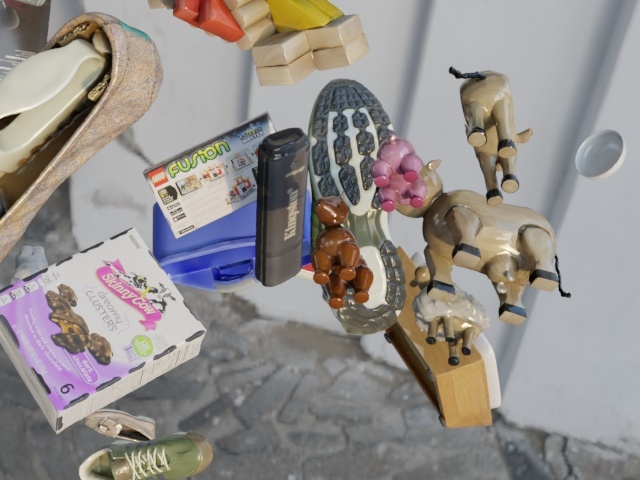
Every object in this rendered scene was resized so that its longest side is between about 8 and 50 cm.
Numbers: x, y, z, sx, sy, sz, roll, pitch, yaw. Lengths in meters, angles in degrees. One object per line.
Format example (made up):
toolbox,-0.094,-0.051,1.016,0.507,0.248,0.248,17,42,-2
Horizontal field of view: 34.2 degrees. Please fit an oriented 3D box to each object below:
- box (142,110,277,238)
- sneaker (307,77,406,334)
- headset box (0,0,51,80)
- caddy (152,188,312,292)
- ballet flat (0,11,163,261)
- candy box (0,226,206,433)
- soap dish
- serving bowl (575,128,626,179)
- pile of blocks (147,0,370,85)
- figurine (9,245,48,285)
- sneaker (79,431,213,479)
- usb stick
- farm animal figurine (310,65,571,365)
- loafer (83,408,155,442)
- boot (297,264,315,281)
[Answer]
box,-0.146,-0.098,1.548,0.207,0.114,0.036,-25,13,2
sneaker,0.023,-0.056,1.697,0.158,0.410,0.182,-5,5,-27
headset box,-0.486,-0.232,1.395,0.218,0.293,0.110,6,2,-23
caddy,-0.159,0.007,1.923,0.341,0.241,0.179,-13,73,31
ballet flat,-0.257,-0.061,0.799,0.107,0.106,0.316,41,86,12
candy box,-0.260,0.099,1.205,0.196,0.070,0.165,-28,70,-29
soap dish,0.206,0.183,1.885,0.118,0.229,0.291,-27,51,-8
serving bowl,0.429,-0.126,1.576,0.027,0.083,0.083,32,27,-37
pile of blocks,-0.118,-0.277,1.027,0.362,0.149,0.112,34,43,13
figurine,-0.642,0.068,2.070,0.214,0.092,0.209,1,8,-12
sneaker,-0.242,0.302,1.394,0.192,0.064,0.086,-10,3,33
usb stick,-0.055,-0.040,1.447,0.077,0.278,0.045,-21,52,-23
farm animal figurine,0.158,-0.038,1.204,0.326,0.330,0.172,32,40,-26
loafer,-0.320,0.300,1.670,0.125,0.045,0.039,17,42,-35
boot,0.000,0.000,2.140,0.244,0.176,0.088,9,48,-18
